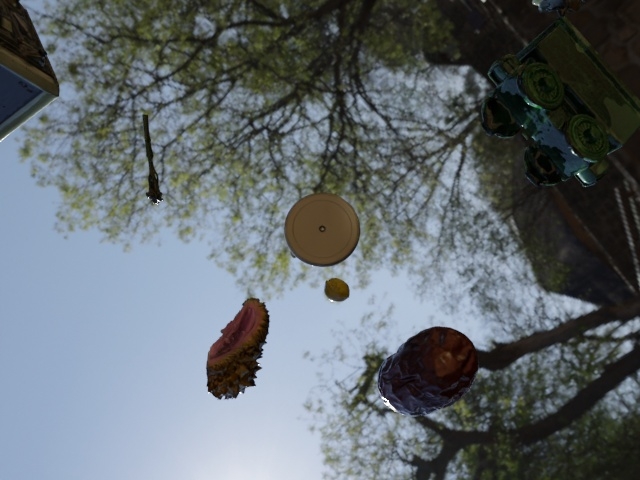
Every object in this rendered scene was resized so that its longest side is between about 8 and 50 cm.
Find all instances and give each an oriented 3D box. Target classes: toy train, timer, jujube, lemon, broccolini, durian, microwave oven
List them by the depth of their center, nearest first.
[{"bbox_3d":[0.404,-0.222,1.091,0.266,0.145,0.202,48,-117,-1],"label":"toy train"},{"bbox_3d":[-0.736,-0.405,1.202,0.332,0.247,0.394,59,-167,28],"label":"microwave oven"},{"bbox_3d":[0.226,0.283,1.376,0.174,0.250,0.174,14,-121,-25],"label":"jujube"},{"bbox_3d":[-0.411,-0.197,1.558,0.044,0.042,0.217,-168,75,-77],"label":"broccolini"},{"bbox_3d":[0.000,0.000,1.581,0.175,0.175,0.266,53,171,8],"label":"timer"},{"bbox_3d":[0.042,0.131,1.705,0.092,0.065,0.065,34,-151,-37],"label":"lemon"},{"bbox_3d":[-0.199,0.305,1.727,0.341,0.112,0.191,-59,-38,-57],"label":"durian"}]

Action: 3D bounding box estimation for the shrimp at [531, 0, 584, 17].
[{"bbox_3d":[0.278,-0.465,1.000,0.287,0.185,0.068,18,-142,24],"label":"shrimp"}]
